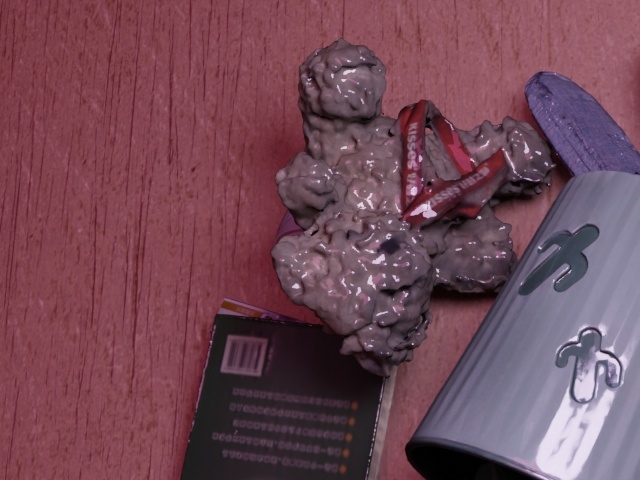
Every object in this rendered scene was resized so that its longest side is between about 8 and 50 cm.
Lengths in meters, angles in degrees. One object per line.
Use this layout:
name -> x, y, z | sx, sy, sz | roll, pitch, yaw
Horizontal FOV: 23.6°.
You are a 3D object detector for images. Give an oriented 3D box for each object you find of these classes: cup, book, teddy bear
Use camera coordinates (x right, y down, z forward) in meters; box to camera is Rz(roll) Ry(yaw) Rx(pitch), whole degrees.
cup -> 0.346, 0.172, 1.687 | 0.401, 0.310, 0.392 | 27, 73, 6
book -> -0.051, 0.281, 1.898 | 0.260, 0.043, 0.370 | 5, 74, 25
teddy bear -> 0.096, -0.017, 1.846 | 0.224, 0.357, 0.367 | -45, 28, 43

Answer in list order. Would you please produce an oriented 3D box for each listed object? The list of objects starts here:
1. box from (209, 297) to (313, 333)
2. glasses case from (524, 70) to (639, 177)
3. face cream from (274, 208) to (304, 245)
box -> -0.039, 0.131, 1.987 | 0.218, 0.039, 0.055 | 17, 73, 27
glasses case -> 0.348, -0.103, 1.906 | 0.067, 0.109, 0.282 | -49, 54, 31
face cream -> 0.000, 0.000, 1.990 | 0.117, 0.117, 0.104 | -2, 57, 21
